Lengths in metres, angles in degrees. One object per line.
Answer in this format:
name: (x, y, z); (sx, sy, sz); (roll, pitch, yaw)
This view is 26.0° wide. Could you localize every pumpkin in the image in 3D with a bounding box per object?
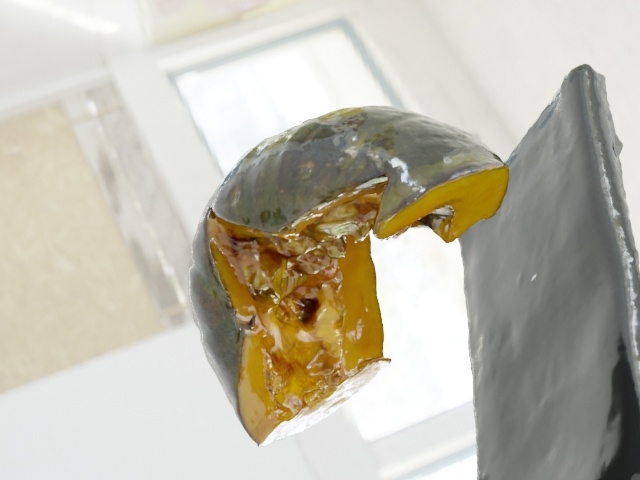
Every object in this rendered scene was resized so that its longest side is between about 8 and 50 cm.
pumpkin: (0.000, 0.000, 0.669); (0.107, 0.119, 0.183); (51, -59, 25)

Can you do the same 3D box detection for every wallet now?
wallet: (0.121, 0.046, 0.740); (0.146, 0.030, 0.285); (-49, -152, 40)
